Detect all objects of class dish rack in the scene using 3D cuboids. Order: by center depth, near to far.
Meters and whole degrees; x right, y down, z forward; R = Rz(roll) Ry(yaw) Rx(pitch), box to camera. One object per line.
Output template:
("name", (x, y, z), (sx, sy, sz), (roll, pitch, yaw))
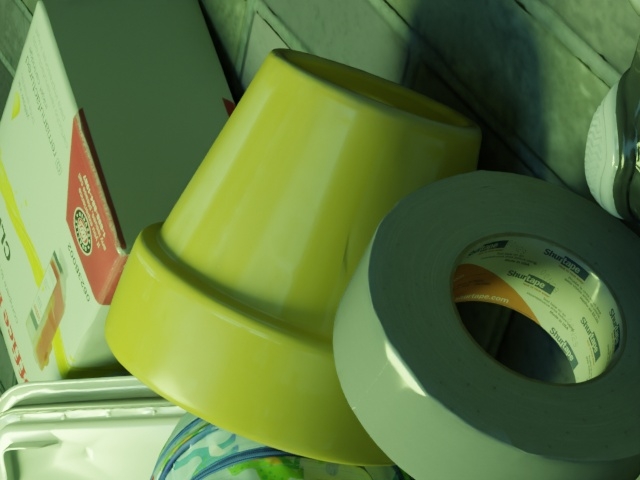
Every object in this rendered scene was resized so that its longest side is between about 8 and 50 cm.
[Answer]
("dish rack", (-0.147, 0.264, 1.430), (0.333, 0.072, 0.285), (-4, 100, 18))

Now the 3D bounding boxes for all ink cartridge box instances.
("ink cartridge box", (-0.206, -0.015, 1.559), (0.279, 0.160, 0.384), (68, 150, 24))

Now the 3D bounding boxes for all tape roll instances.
("tape roll", (0.122, 0.061, 0.993), (0.219, 0.219, 0.072), (59, 145, 28))

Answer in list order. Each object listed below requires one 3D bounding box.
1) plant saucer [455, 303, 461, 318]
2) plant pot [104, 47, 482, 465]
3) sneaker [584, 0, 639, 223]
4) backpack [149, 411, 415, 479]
("plant saucer", (0.111, 0.146, 1.248), (0.067, 0.018, 0.192), (-29, 75, 59))
("plant pot", (0.000, 0.000, 1.161), (0.254, 0.254, 0.239), (35, 108, 49))
("sneaker", (0.234, -0.094, 0.868), (0.153, 0.101, 0.268), (47, 144, 40))
("backpack", (-0.021, 0.287, 1.255), (0.273, 0.290, 0.355), (10, -98, -84))
